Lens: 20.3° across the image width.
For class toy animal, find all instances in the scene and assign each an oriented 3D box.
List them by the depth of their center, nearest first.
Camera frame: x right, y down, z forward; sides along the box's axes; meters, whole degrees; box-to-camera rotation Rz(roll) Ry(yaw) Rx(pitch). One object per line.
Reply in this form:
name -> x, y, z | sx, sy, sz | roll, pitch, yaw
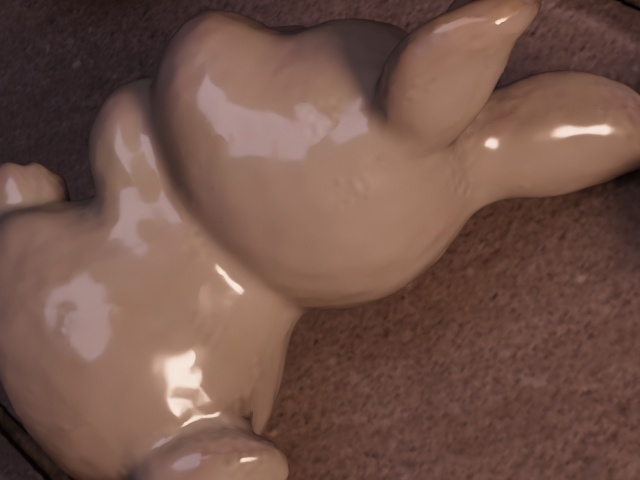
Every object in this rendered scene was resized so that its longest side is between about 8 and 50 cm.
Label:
toy animal -> -0.006, -0.006, 0.976 | 0.367, 0.196, 0.241 | -39, 55, 16
